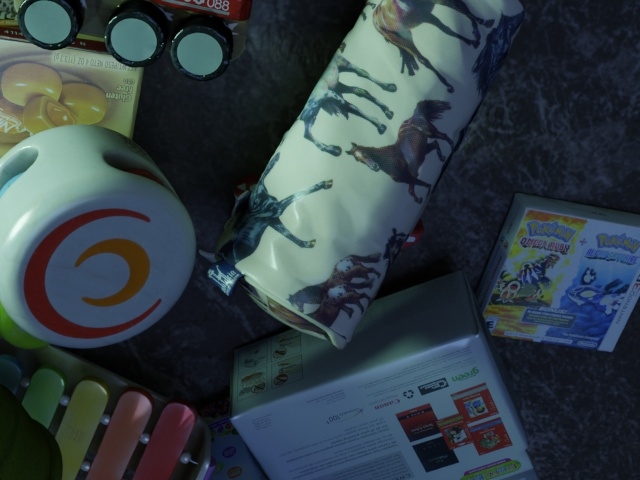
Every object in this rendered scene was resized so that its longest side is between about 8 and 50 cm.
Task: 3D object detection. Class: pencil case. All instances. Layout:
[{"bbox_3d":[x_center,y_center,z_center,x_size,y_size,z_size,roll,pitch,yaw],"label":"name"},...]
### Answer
[{"bbox_3d":[0.043,-0.108,1.107,0.183,0.160,0.410,30,92,10],"label":"pencil case"}]

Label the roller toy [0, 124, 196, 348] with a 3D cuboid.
[{"bbox_3d":[-0.226,-0.008,1.069,0.209,0.146,0.191,-15,128,-20],"label":"roller toy"}]

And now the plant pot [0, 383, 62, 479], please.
[{"bbox_3d":[-0.487,0.162,1.030,0.366,0.366,0.353,-23,117,1],"label":"plant pot"}]

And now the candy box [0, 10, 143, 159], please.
[{"bbox_3d":[-0.299,-0.071,1.151,0.183,0.087,0.316,5,118,-17],"label":"candy box"}]

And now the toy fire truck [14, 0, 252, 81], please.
[{"bbox_3d":[-0.158,-0.281,0.986,0.217,0.158,0.246,11,123,-5],"label":"toy fire truck"}]

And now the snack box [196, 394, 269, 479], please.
[{"bbox_3d":[-0.087,0.323,1.356,0.070,0.207,0.174,-23,130,2],"label":"snack box"}]

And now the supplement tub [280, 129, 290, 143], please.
[{"bbox_3d":[0.011,-0.085,1.225,0.107,0.071,0.071,3,120,-16],"label":"supplement tub"}]

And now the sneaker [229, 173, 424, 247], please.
[{"bbox_3d":[0.000,0.000,1.280,0.221,0.087,0.128,12,126,-6],"label":"sneaker"}]

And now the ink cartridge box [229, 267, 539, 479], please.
[{"bbox_3d":[0.082,0.218,1.364,0.309,0.130,0.272,-20,123,10],"label":"ink cartridge box"}]

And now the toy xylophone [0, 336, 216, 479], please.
[{"bbox_3d":[-0.283,0.242,1.305,0.322,0.081,0.236,18,114,1],"label":"toy xylophone"}]

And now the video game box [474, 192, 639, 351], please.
[{"bbox_3d":[0.308,0.044,1.385,0.205,0.048,0.187,8,116,-17],"label":"video game box"}]
